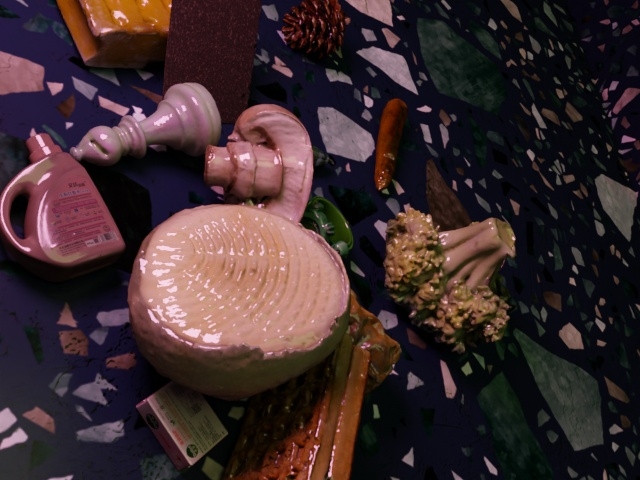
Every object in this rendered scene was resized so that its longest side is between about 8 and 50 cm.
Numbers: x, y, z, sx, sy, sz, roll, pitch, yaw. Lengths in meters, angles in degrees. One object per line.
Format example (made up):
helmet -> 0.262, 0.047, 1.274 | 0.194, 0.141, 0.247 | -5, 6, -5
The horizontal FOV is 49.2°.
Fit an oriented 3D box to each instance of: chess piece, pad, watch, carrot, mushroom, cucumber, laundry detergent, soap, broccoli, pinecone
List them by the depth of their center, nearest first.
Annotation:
laundry detergent -> -0.429, -0.054, 1.097 | 0.171, 0.076, 0.237 | -24, 81, -46
chess piece -> -0.321, -0.190, 1.258 | 0.272, 0.139, 0.139 | -27, 83, -37
mushroom -> -0.128, -0.131, 1.332 | 0.195, 0.189, 0.253 | 3, 95, -14
soap -> -0.384, -0.488, 1.362 | 0.259, 0.143, 0.281 | -14, 74, -43
pad -> -0.212, -0.395, 1.386 | 0.004, 0.330, 0.220 | 25, 23, 39
watch -> 0.000, 0.000, 1.430 | 0.165, 0.131, 0.152 | 57, 24, 9
cucumber -> -0.066, -0.193, 1.521 | 0.250, 0.056, 0.056 | 10, 58, -34
broccoli -> 0.305, 0.047, 1.531 | 0.348, 0.281, 0.293 | 48, 44, -7
pinecone -> -0.012, -0.526, 1.715 | 0.174, 0.173, 0.173 | 22, 52, -30
carrot -> 0.171, -0.238, 1.760 | 0.066, 0.066, 0.314 | 32, 51, -23

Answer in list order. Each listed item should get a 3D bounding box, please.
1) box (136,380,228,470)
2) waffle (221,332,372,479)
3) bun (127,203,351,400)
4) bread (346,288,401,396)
box -> -0.216, 0.282, 1.097 | 0.089, 0.043, 0.125 | -32, 87, -48
waffle -> -0.039, 0.303, 1.116 | 0.091, 0.213, 0.308 | 43, 41, -25
bun -> -0.136, 0.110, 1.133 | 0.364, 0.202, 0.364 | 7, 41, -6
bread -> 0.026, 0.168, 1.313 | 0.152, 0.130, 0.267 | -42, 95, -15
